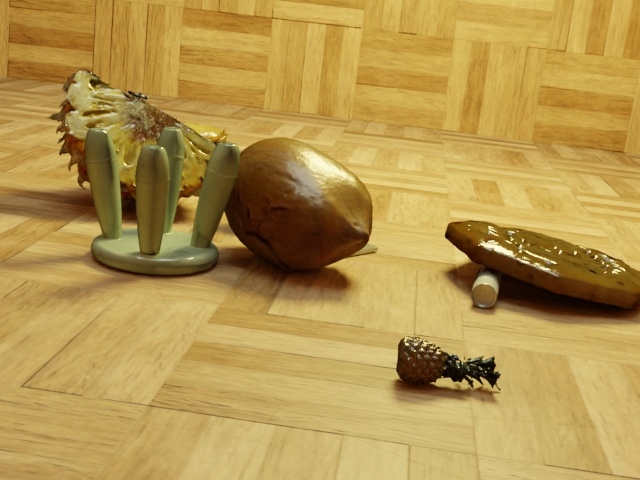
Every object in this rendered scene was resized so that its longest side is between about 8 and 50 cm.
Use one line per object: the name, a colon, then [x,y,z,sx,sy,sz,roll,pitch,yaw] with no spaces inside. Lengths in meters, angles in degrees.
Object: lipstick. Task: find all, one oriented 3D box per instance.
lipstick: [0.258,0.067,1.470,0.040,0.040,0.141,9,15,11]

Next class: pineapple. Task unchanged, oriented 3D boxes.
pineapple: [-0.366,-0.127,1.805,0.344,0.209,0.286,28,-20,-8]
pineapple: [0.150,0.143,1.095,0.124,0.058,0.058,6,14,-2]

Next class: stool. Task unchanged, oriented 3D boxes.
stool: [-0.247,-0.064,1.447,0.195,0.199,0.195,20,21,41]

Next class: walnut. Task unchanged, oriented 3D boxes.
walnut: [-0.036,-0.050,1.494,0.203,0.203,0.298,-6,22,-40]

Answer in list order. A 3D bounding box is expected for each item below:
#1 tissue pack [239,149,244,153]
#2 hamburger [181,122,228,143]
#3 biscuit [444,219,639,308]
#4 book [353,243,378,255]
tissue pack: [-0.115,-0.116,1.892,0.148,0.109,0.060,17,20,40]
hamburger: [-0.305,-0.252,2.399,0.147,0.083,0.138,6,10,-7]
biscuit: [0.380,0.031,1.572,0.359,0.046,0.359,14,11,-3]
book: [0.000,0.000,1.678,0.172,0.012,0.118,18,18,40]
